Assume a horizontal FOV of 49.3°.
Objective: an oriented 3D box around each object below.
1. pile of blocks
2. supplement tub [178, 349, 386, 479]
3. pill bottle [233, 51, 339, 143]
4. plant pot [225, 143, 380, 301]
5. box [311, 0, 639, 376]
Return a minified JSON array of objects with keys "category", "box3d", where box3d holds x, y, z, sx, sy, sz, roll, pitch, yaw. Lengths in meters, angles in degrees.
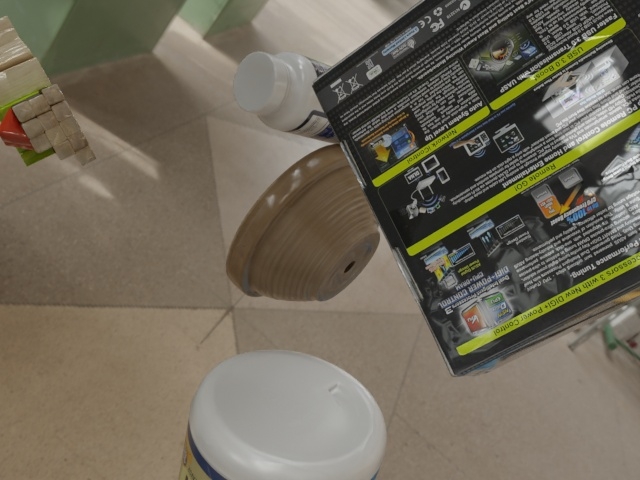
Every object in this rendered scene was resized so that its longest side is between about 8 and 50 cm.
[{"category":"pile of blocks","box3d":[-0.436,-0.193,0.991,0.362,0.112,0.149,46,-22,40]},{"category":"supplement tub","box3d":[-0.062,0.320,0.851,0.228,0.316,0.228,11,26,-5]},{"category":"pill bottle","box3d":[-0.023,-0.176,0.853,0.169,0.094,0.094,4,46,-51]},{"category":"plant pot","box3d":[0.000,0.000,0.910,0.109,0.237,0.237,41,25,20]},{"category":"box","box3d":[0.151,-0.076,0.403,0.060,0.270,0.216,16,45,-61]}]
